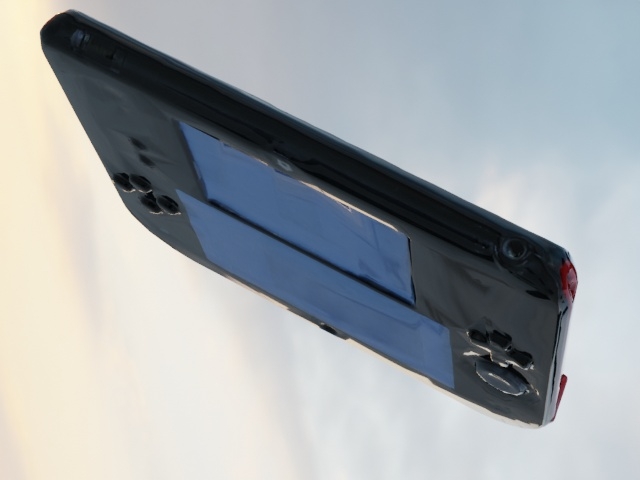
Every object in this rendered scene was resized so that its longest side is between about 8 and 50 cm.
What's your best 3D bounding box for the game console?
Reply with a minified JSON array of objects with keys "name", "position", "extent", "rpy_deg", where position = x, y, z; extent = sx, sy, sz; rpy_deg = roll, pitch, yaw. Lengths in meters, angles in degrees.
[{"name":"game console","position":[0.000,0.000,1.079],"extent":[0.060,0.386,0.342],"rpy_deg":[-60,164,-12]}]
